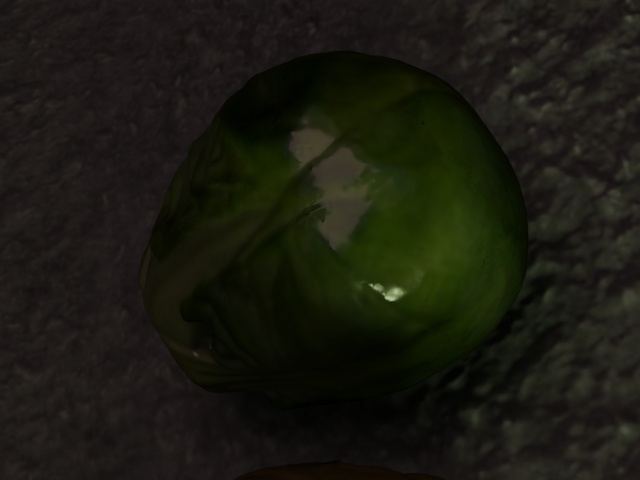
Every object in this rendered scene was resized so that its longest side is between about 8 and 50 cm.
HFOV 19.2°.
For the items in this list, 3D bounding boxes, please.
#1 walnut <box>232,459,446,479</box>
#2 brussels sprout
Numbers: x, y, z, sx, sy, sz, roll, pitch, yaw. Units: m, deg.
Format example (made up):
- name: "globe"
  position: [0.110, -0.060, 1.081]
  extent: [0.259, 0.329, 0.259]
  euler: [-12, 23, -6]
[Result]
- name: "walnut"
  position: [0.010, 0.214, 0.972]
  extent: [0.228, 0.228, 0.228]
  euler: [-19, 42, 19]
- name: "brussels sprout"
  position: [0.000, 0.000, 1.207]
  extent: [0.271, 0.210, 0.219]
  euler: [-29, 61, 25]
